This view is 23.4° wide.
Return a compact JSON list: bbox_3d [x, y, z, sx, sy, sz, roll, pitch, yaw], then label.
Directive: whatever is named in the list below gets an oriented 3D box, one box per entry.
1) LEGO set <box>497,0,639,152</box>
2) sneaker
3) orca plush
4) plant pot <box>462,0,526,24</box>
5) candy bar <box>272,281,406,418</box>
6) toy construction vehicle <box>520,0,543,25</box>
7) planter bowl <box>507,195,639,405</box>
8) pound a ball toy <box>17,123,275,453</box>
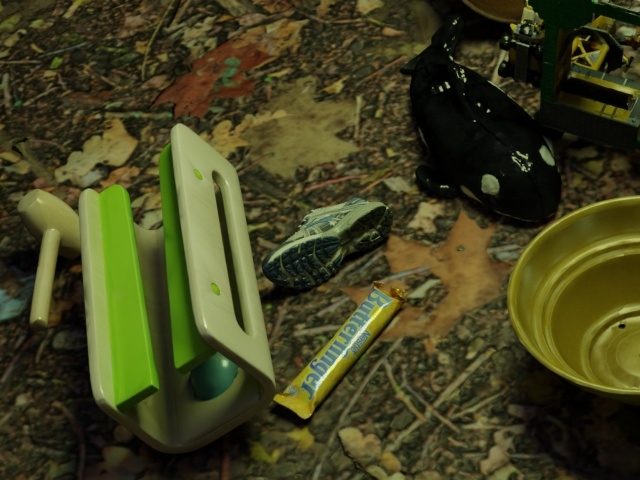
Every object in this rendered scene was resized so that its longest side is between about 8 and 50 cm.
[{"bbox_3d":[0.347,-0.194,1.402,0.331,0.255,0.192,14,54,25],"label":"LEGO set"},{"bbox_3d":[0.000,0.000,1.449,0.135,0.052,0.058,-26,34,-21],"label":"sneaker"},{"bbox_3d":[0.153,-0.142,1.504,0.151,0.102,0.287,-11,44,4],"label":"orca plush"},{"bbox_3d":[0.187,-0.370,1.676,0.215,0.215,0.230,-22,29,-7],"label":"plant pot"},{"bbox_3d":[0.019,0.095,1.364,0.040,0.018,0.161,22,56,32],"label":"candy bar"},{"bbox_3d":[0.219,-0.216,1.569,0.035,0.086,0.098,11,23,5],"label":"toy construction vehicle"},{"bbox_3d":[0.266,0.069,1.269,0.217,0.090,0.217,-8,44,8],"label":"planter bowl"},{"bbox_3d":[-0.156,0.049,1.403,0.208,0.136,0.319,-33,41,18],"label":"pound a ball toy"}]
